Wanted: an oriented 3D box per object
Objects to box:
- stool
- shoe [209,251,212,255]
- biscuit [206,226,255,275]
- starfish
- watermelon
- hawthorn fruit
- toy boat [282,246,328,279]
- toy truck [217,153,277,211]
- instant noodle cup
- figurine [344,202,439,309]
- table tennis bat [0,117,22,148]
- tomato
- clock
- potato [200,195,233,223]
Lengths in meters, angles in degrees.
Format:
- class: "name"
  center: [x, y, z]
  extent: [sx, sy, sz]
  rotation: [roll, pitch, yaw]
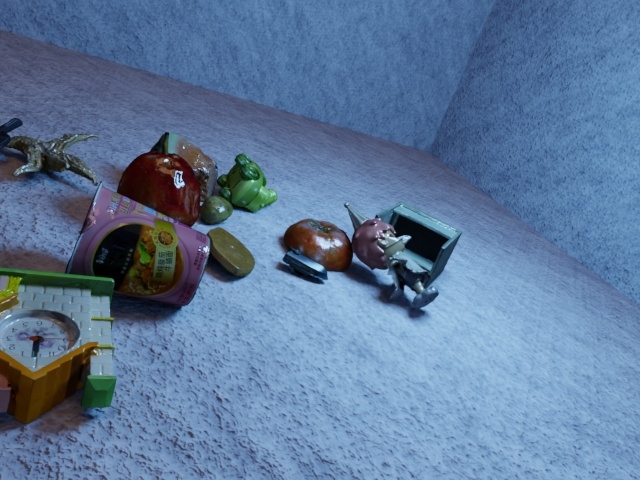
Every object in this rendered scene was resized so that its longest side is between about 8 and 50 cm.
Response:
- class: "stool"
  center: [0.308, 0.012, 1.768]
  extent: [0.243, 0.170, 0.269]
  rotation: [29, 24, 19]
- class: "shoe"
  center: [-0.318, 0.027, 1.354]
  extent: [0.071, 0.049, 0.179]
  rotation: [43, 9, 12]
- class: "biscuit"
  center: [-0.239, 0.031, 1.393]
  extent: [0.141, 0.029, 0.221]
  rotation: [25, 17, -37]
- class: "starfish"
  center: [-0.744, -0.228, 1.487]
  extent: [0.301, 0.084, 0.293]
  rotation: [-8, 32, -38]
- class: "watermelon"
  center: [-0.418, -0.204, 1.650]
  extent: [0.256, 0.193, 0.140]
  rotation: [20, 18, -42]
- class: "hawthorn fruit"
  center: [-0.426, -0.153, 1.391]
  extent: [0.210, 0.266, 0.230]
  rotation: [7, 15, 17]
- class: "toy boat"
  center: [-0.038, 0.074, 1.475]
  extent: [0.141, 0.060, 0.055]
  rotation: [28, 21, -1]
- class: "toy truck"
  center: [-0.236, -0.174, 1.771]
  extent: [0.210, 0.148, 0.187]
  rotation: [42, 15, -17]
- class: "instant noodle cup"
  center: [-0.377, 0.025, 1.102]
  extent: [0.254, 0.244, 0.244]
  rotation: [20, 21, -21]
- class: "figurine"
  center: [0.199, 0.033, 1.569]
  extent: [0.387, 0.166, 0.207]
  rotation: [54, 3, 25]
- class: "table tennis bat"
  center: [-0.928, -0.288, 1.475]
  extent: [0.150, 0.027, 0.236]
  rotation: [7, 36, 10]
- class: "tomato"
  center: [0.000, 0.000, 1.624]
  extent: [0.236, 0.095, 0.237]
  rotation: [17, 23, -7]
- class: "clock"
  center: [-0.449, 0.162, 0.846]
  extent: [0.219, 0.106, 0.255]
  rotation: [8, 26, -28]
- class: "potato"
  center: [-0.315, -0.097, 1.597]
  extent: [0.091, 0.070, 0.138]
  rotation: [21, 22, -2]
